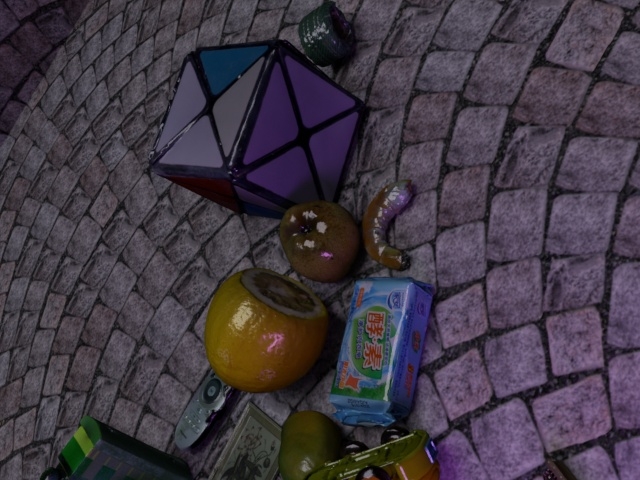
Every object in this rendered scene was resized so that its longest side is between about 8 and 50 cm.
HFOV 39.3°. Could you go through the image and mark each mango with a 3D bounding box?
[{"bbox_3d":[-0.021,0.376,1.635,0.122,0.085,0.191,-39,30,21],"label":"mango"}]

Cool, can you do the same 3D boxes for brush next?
[{"bbox_3d":[0.392,0.407,1.254,0.036,0.043,0.248,-56,42,18],"label":"brush"}]

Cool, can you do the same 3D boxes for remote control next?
[{"bbox_3d":[-0.226,0.339,1.910,0.256,0.045,0.097,-55,43,4],"label":"remote control"}]

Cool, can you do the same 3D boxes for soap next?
[{"bbox_3d":[0.110,0.195,1.621,0.156,0.077,0.293,-4,67,44],"label":"soap"}]

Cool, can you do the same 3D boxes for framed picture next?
[{"bbox_3d":[-0.150,0.458,1.794,0.173,0.010,0.231,26,89,48],"label":"framed picture"}]

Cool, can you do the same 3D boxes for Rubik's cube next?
[{"bbox_3d":[-0.136,-0.230,1.918,0.305,0.307,0.310,9,76,46],"label":"Rubik's cube"}]

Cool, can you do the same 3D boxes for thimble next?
[{"bbox_3d":[0.015,-0.467,2.038,0.090,0.118,0.135,-25,37,29],"label":"thimble"}]

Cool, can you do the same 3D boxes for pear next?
[{"bbox_3d":[0.000,0.000,1.784,0.167,0.136,0.167,-9,63,19],"label":"pear"}]

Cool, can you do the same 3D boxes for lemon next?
[{"bbox_3d":[-0.115,0.187,1.740,0.240,0.241,0.219,45,115,47],"label":"lemon"}]

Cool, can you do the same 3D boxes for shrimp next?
[{"bbox_3d":[0.145,-0.028,1.729,0.161,0.049,0.166,-50,44,18],"label":"shrimp"}]

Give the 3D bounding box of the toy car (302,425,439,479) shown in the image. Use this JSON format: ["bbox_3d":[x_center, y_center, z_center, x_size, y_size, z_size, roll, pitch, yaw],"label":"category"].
[{"bbox_3d":[0.087,0.411,1.459,0.248,0.200,0.142,-23,92,23],"label":"toy car"}]

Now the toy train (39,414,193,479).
[{"bbox_3d":[-0.423,0.496,1.842,0.202,0.301,0.120,-54,38,-3],"label":"toy train"}]
